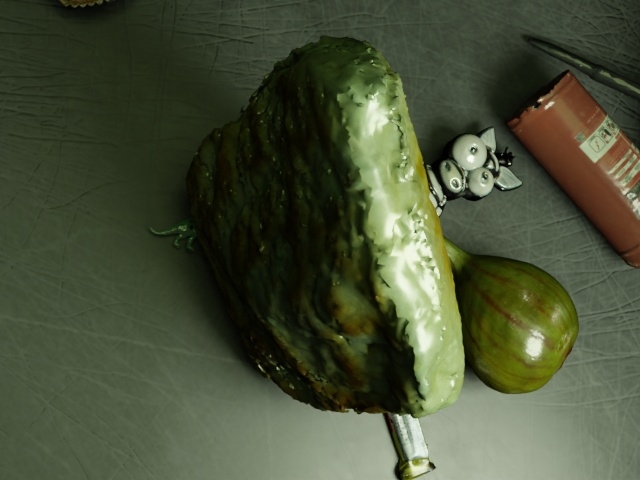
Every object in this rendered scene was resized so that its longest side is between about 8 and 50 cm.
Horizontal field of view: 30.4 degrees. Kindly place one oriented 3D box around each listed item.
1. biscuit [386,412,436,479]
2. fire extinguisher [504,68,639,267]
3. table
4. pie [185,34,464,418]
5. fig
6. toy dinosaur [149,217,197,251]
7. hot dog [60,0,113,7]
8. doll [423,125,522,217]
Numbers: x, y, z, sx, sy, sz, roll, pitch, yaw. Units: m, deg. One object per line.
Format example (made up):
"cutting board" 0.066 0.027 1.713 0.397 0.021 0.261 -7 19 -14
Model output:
"biscuit" 0.078 0.140 1.397 0.048 0.026 0.291 -14 85 -12
"fire extinguisher" 0.381 -0.057 1.439 0.106 0.147 0.337 -43 92 -14
"table" 0.456 -0.293 1.474 0.249 0.317 0.317 42 74 9
"pie" 0.012 0.008 1.200 0.181 0.418 0.395 -21 88 -21
"fig" 0.182 0.065 1.389 0.259 0.151 0.151 40 74 13
"toy dinosaur" -0.150 -0.019 1.368 0.083 0.021 0.062 29 69 -12
"hot dog" -0.314 -0.370 1.357 0.253 0.069 0.131 41 75 -4
"doll" 0.145 -0.071 1.426 0.219 0.067 0.091 -24 86 -18
